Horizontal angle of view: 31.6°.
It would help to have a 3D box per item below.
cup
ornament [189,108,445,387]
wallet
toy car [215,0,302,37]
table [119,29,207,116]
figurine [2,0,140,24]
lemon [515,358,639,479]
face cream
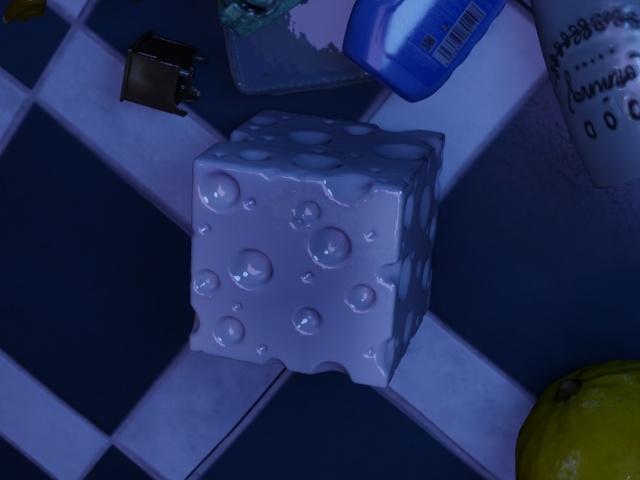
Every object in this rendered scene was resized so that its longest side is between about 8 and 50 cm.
[{"bbox_3d":[0.352,-0.206,1.160,0.258,0.186,0.234,-20,98,44],"label":"cup"},{"bbox_3d":[0.000,0.000,1.332,0.240,0.239,0.240,9,113,14],"label":"ornament"},{"bbox_3d":[-0.022,-0.344,1.293,0.252,0.083,0.360,-8,107,15],"label":"wallet"},{"bbox_3d":[0.025,-0.333,1.181,0.320,0.141,0.097,-33,130,17],"label":"toy car"},{"bbox_3d":[-0.191,-0.205,1.400,0.082,0.083,0.070,17,118,3],"label":"table"},{"bbox_3d":[-0.273,-0.453,1.217,0.401,0.268,0.387,-15,86,7],"label":"figurine"},{"bbox_3d":[0.371,0.280,1.306,0.297,0.297,0.297,6,113,15],"label":"lemon"},{"bbox_3d":[0.137,-0.284,1.229,0.149,0.083,0.264,34,97,-27],"label":"face cream"}]
